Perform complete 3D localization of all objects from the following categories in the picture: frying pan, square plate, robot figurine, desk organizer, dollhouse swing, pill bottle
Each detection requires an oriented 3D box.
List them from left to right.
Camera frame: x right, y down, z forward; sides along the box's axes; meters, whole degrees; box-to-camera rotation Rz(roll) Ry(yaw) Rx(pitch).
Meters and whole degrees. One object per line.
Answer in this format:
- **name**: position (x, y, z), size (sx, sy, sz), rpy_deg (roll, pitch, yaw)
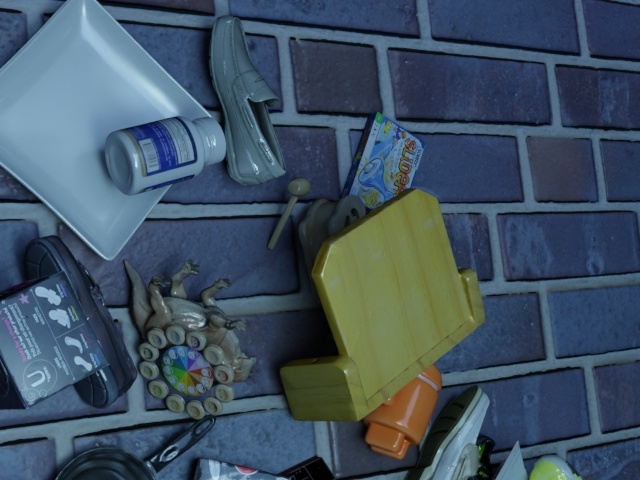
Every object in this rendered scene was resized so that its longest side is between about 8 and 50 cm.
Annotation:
- **square plate**: position (-0.395, -0.198, 1.713), size (0.347, 0.049, 0.344), rpy_deg (45, 61, -19)
- **frying pan**: position (-0.331, 0.388, 1.658), size (0.197, 0.053, 0.326), rpy_deg (39, 62, -22)
- **pill bottle**: position (-0.261, -0.152, 1.695), size (0.186, 0.112, 0.112), rpy_deg (-19, 93, -34)
- **desk organizer**: position (-0.039, 0.444, 1.835), size (0.130, 0.050, 0.047), rpy_deg (-19, 93, -33)
- **dollhouse swing**: position (0.075, 0.109, 1.806), size (0.346, 0.315, 0.305), rpy_deg (-33, 99, -32)
- **robot figurine**: position (0.162, 0.313, 1.942), size (0.158, 0.128, 0.220), rpy_deg (34, 67, -21)

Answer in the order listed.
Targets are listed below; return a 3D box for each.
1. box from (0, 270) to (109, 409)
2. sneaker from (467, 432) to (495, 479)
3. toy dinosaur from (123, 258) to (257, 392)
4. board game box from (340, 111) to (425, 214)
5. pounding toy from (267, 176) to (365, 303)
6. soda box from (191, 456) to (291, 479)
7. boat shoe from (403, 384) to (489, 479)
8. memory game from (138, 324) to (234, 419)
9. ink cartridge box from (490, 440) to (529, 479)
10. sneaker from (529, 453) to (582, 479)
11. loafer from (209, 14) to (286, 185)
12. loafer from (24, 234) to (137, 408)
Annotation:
- **box**: position (-0.453, 0.155, 1.498), size (0.142, 0.247, 0.163), rpy_deg (-29, 98, -34)
- **sneaker**: position (0.307, 0.482, 2.034), size (0.067, 0.078, 0.188), rpy_deg (35, 66, -26)
- **toy dinosaur**: position (-0.239, 0.157, 1.724), size (0.295, 0.200, 0.127), rpy_deg (27, 28, -4)
- **board game box**: position (0.131, -0.145, 2.048), size (0.136, 0.035, 0.201), rpy_deg (28, 68, -26)
- **pounding toy**: position (0.000, 0.000, 1.922), size (0.154, 0.154, 0.270), rpy_deg (-31, 111, -61)
- **soda box**: position (-0.141, 0.426, 1.739), size (0.168, 0.053, 0.060), rpy_deg (15, 73, -9)
- **boat shoe**: position (0.263, 0.437, 1.989), size (0.103, 0.113, 0.302), rpy_deg (36, 75, -8)
- **memory game**: position (-0.228, 0.225, 1.679), size (0.186, 0.186, 0.012), rpy_deg (58, 31, -11)
- **ink cartridge box**: position (0.327, 0.557, 1.980), size (0.275, 0.060, 0.239), rpy_deg (-52, 140, -27)
- **sneaker**: position (0.440, 0.625, 1.999), size (0.147, 0.145, 0.385), rpy_deg (3, 96, -46)
- **loafer**: position (-0.130, -0.263, 1.841), size (0.112, 0.111, 0.320), rpy_deg (-18, 97, -69)
- **loafer**: position (-0.394, 0.126, 1.643), size (0.095, 0.109, 0.303), rpy_deg (-34, 107, -51)
